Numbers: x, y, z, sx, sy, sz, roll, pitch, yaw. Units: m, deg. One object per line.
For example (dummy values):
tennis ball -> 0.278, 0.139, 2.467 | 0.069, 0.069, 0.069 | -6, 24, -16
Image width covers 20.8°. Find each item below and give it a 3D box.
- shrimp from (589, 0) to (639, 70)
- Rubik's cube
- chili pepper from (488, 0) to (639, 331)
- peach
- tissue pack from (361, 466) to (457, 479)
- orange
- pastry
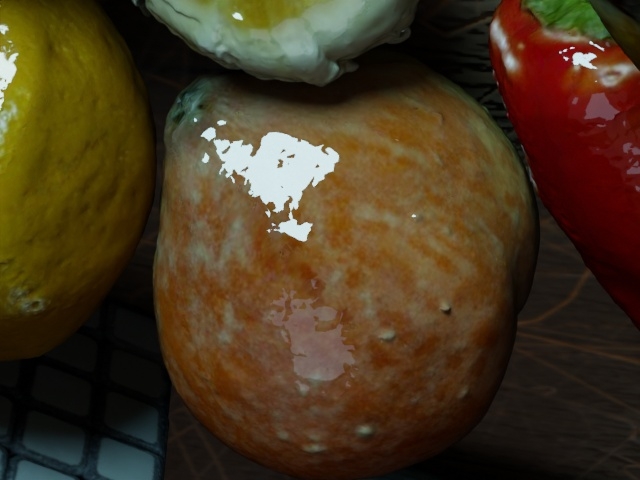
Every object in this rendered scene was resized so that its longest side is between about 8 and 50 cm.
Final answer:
shrimp -> 0.190, -0.150, 0.588 | 0.272, 0.085, 0.445 | -16, 145, 30
Rubik's cube -> -0.237, 0.157, 1.045 | 0.237, 0.238, 0.237 | 21, 118, -15
chili pepper -> 0.146, -0.072, 0.824 | 0.131, 0.134, 0.338 | -5, 138, 35
peach -> 0.000, 0.000, 0.873 | 0.232, 0.232, 0.232 | 7, 138, 6
tissue pack -> 0.103, 0.252, 1.162 | 0.263, 0.177, 0.089 | 15, -178, -5
orange -> -0.200, -0.042, 0.852 | 0.249, 0.183, 0.249 | 37, 147, 30
pastry -> -0.020, -0.150, 0.780 | 0.165, 0.088, 0.166 | 1, 96, 13
